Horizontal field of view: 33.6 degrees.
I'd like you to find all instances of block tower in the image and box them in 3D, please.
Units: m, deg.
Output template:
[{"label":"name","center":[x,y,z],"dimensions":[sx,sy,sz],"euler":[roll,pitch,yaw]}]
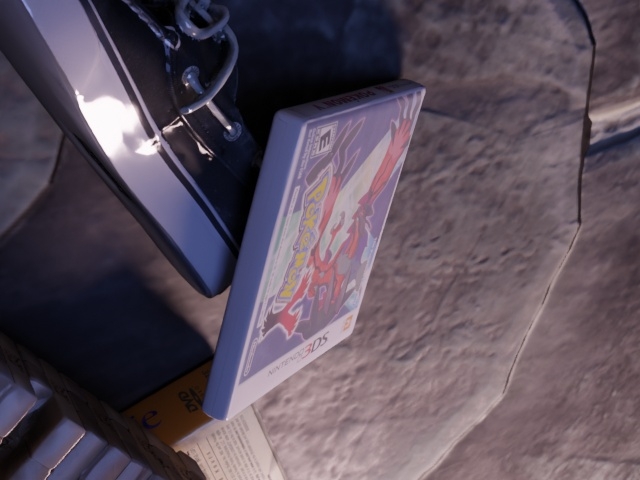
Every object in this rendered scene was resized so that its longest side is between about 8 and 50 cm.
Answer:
[{"label":"block tower","center":[-0.196,0.106,0.602],"dimensions":[0.097,0.091,0.335],"euler":[-49,119,-3]}]

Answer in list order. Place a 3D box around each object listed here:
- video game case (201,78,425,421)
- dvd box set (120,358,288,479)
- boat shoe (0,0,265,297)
[{"label":"video game case","center":[0.000,0.000,0.692],"dimensions":[0.183,0.023,0.201],"euler":[-27,136,-59]},{"label":"dvd box set","center":[-0.197,0.307,0.784],"dimensions":[0.420,0.062,0.307],"euler":[-31,129,-14]},{"label":"boat shoe","center":[-0.092,-0.090,0.584],"dimensions":[0.105,0.113,0.306],"euler":[-43,134,-12]}]
